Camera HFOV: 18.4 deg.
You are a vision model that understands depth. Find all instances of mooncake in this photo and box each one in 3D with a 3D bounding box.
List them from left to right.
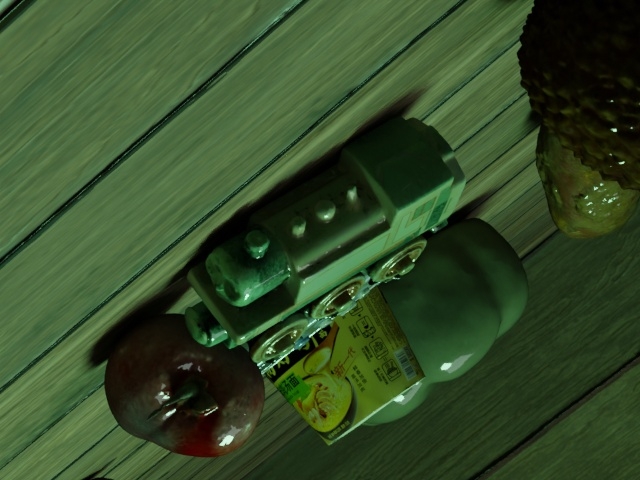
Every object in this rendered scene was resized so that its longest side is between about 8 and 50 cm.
[{"bbox_3d":[0.101,0.090,2.082,0.275,0.135,0.275,-38,177,-2],"label":"mooncake"}]

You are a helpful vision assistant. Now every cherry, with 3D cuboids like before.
[{"bbox_3d":[-0.095,0.093,1.304,0.087,0.106,0.126,-52,-145,-15],"label":"cherry"}]

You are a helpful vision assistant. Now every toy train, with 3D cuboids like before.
[{"bbox_3d":[0.000,0.000,1.264,0.194,0.081,0.125,-31,161,-24],"label":"toy train"}]

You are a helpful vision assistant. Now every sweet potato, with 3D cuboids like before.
[{"bbox_3d":[0.244,-0.105,1.670,0.109,0.109,0.385,-35,160,-19],"label":"sweet potato"}]

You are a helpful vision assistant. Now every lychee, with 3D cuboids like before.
[{"bbox_3d":[0.217,-0.113,1.175,0.194,0.194,0.194,-37,173,-5],"label":"lychee"}]

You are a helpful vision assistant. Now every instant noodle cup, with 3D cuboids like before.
[{"bbox_3d":[0.019,0.112,1.856,0.151,0.122,0.151,-34,172,-6],"label":"instant noodle cup"}]

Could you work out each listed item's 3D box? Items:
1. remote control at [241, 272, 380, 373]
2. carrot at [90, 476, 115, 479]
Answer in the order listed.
[{"bbox_3d":[-0.022,0.065,1.663,0.244,0.047,0.087,-38,176,4],"label":"remote control"},{"bbox_3d":[-0.255,0.269,1.834,0.057,0.057,0.224,-40,169,22],"label":"carrot"}]
